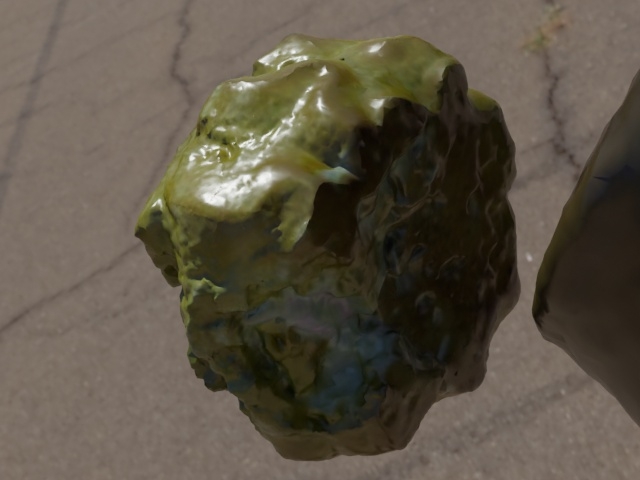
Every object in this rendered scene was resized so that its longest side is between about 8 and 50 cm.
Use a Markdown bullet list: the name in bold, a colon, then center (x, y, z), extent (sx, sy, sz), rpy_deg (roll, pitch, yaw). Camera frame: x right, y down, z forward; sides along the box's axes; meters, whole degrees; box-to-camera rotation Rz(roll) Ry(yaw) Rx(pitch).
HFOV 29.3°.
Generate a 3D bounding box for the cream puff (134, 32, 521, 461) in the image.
- **cream puff**: center (-0.001, 0.001, 0.766), extent (0.185, 0.281, 0.282), rpy_deg (14, 49, 38)

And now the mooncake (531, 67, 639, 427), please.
- **mooncake**: center (0.312, -0.028, 0.663), extent (0.393, 0.246, 0.394), rpy_deg (-50, -22, 21)
